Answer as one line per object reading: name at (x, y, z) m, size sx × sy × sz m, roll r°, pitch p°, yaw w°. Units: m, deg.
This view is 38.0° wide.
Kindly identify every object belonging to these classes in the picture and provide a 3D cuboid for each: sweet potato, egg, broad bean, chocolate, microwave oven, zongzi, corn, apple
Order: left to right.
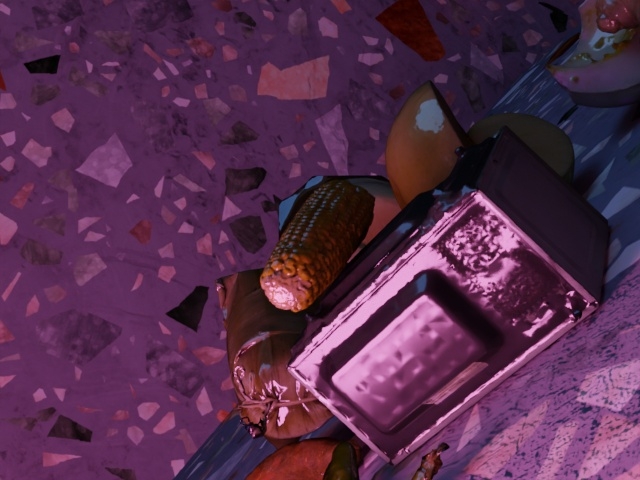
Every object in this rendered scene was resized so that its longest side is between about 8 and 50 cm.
zongzi at (-0.047, 0.279, 1.438) m, size 0.182 × 0.417 × 0.447 m, roll -8°, pitch 24°, yaw -5°
sweet potato at (-0.033, 0.341, 1.364) m, size 0.292 × 0.097 × 0.097 m, roll -45°, pitch 3°, yaw 38°
corn at (0.000, 0.000, 1.192) m, size 0.097 × 0.097 × 0.261 m, roll -45°, pitch 6°, yaw 40°
chocolate at (0.072, 0.040, 1.686) m, size 0.297 × 0.326 × 0.313 m, roll -48°, pitch -40°, yaw -84°
broad bean at (0.052, 0.292, 1.053) m, size 0.144 × 0.049 × 0.292 m, roll -59°, pitch 10°, yaw -21°
microwave oven at (0.155, 0.059, 1.177) m, size 0.355 × 0.218 × 0.286 m, roll -46°, pitch 2°, yaw 30°
apple at (0.245, -0.103, 1.513) m, size 0.233 × 0.295 × 0.257 m, roll -62°, pitch 31°, yaw 35°
egg at (0.520, -0.317, 1.595) m, size 0.270 × 0.207 × 0.161 m, roll -67°, pitch -24°, yaw -17°

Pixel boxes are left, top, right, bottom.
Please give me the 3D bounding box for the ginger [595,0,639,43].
ginger at (0.534, -0.366, 1.437) m, size 0.221 × 0.130 × 0.275 m, roll -9°, pitch 48°, yaw 30°
